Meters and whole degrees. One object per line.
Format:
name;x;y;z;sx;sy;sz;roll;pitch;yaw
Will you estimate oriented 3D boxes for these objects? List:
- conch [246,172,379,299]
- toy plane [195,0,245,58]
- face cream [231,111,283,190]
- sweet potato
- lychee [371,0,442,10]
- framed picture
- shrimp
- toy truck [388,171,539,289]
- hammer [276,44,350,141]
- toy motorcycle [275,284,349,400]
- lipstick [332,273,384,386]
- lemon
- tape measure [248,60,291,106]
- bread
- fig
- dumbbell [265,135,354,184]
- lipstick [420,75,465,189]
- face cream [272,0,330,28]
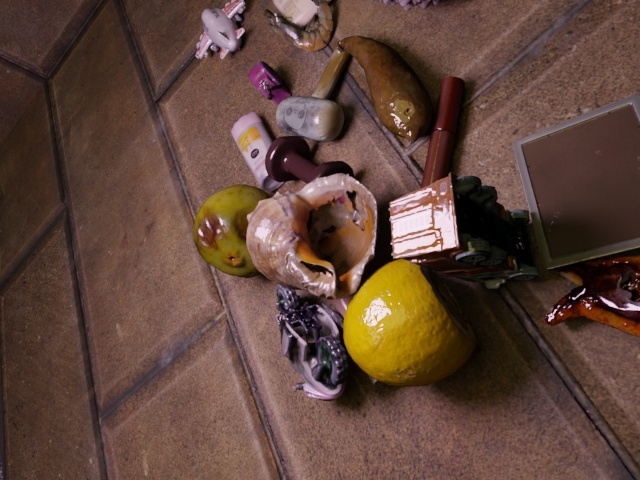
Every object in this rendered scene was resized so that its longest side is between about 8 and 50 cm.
conch;0.007;0.006;1.040;0.297;0.210;0.352;-44;55;3
toy plane;-0.342;-0.726;1.636;0.252;0.118;0.251;-14;65;33
face cream;-0.182;-0.265;1.402;0.107;0.073;0.269;-37;56;13
sweet potato;0.160;-0.388;1.147;0.131;0.131;0.422;-38;54;22
lychee;0.201;-0.740;1.083;0.380;0.380;0.432;-44;73;18
framed picture;0.492;-0.105;0.855;0.233;0.019;0.295;-19;57;31
shrimp;-0.059;-0.649;1.387;0.217;0.051;0.150;30;106;6
toy truck;0.259;0.000;0.845;0.162;0.306;0.136;-18;65;40
hammer;0.014;-0.416;1.293;0.202;0.113;0.305;22;81;36
toy motorcycle;-0.027;0.237;1.083;0.327;0.143;0.187;42;141;53
lipstick;0.092;0.192;1.056;0.070;0.070;0.254;-40;56;21
lemon;0.155;0.165;0.905;0.219;0.240;0.240;-35;58;15
tape measure;-0.155;-0.468;1.415;0.074;0.118;0.125;-42;52;18
bread;0.507;0.093;0.769;0.269;0.095;0.139;-1;62;52
fig;-0.206;-0.039;1.266;0.240;0.239;0.270;-24;35;30
dumbbell;-0.031;-0.175;1.217;0.225;0.141;0.123;38;129;39
lipstick;0.263;-0.187;1.052;0.057;0.057;0.355;6;81;38
face cream;0.013;-0.794;1.406;0.349;0.081;0.173;-39;64;21
